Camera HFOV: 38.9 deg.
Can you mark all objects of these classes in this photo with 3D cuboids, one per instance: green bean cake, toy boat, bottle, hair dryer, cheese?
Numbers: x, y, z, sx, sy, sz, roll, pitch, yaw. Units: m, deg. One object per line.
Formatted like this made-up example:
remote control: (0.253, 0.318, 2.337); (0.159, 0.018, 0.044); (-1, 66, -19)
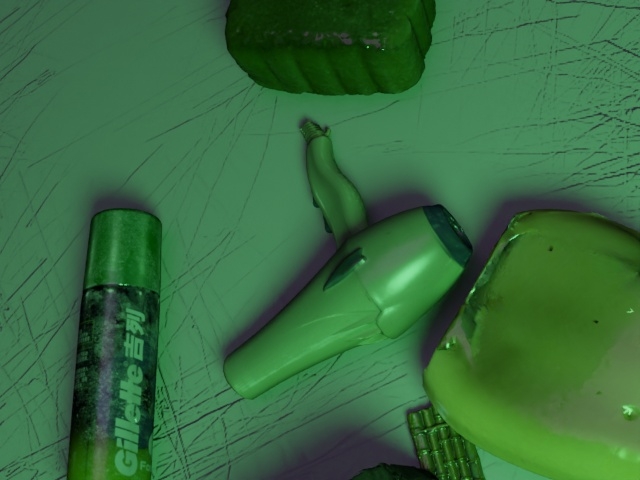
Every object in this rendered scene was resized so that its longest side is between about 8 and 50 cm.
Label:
green bean cake: (0.012, -0.288, 1.091); (0.248, 0.125, 0.222); (2, 71, 18)
toy boat: (0.130, 0.224, 0.922); (0.063, 0.016, 0.115); (-19, 66, 13)
bottle: (-0.234, 0.129, 1.044); (0.093, 0.093, 0.330); (-7, 69, 17)
hair dryer: (-0.013, 0.038, 1.012); (0.296, 0.119, 0.298); (-51, 47, 1)
cheese: (0.277, 0.113, 0.853); (0.315, 0.128, 0.260); (22, 83, 32)

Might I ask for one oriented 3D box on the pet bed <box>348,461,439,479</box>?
pet bed: (0.037, 0.321, 0.822); (0.211, 0.183, 0.159); (-33, 61, 11)
